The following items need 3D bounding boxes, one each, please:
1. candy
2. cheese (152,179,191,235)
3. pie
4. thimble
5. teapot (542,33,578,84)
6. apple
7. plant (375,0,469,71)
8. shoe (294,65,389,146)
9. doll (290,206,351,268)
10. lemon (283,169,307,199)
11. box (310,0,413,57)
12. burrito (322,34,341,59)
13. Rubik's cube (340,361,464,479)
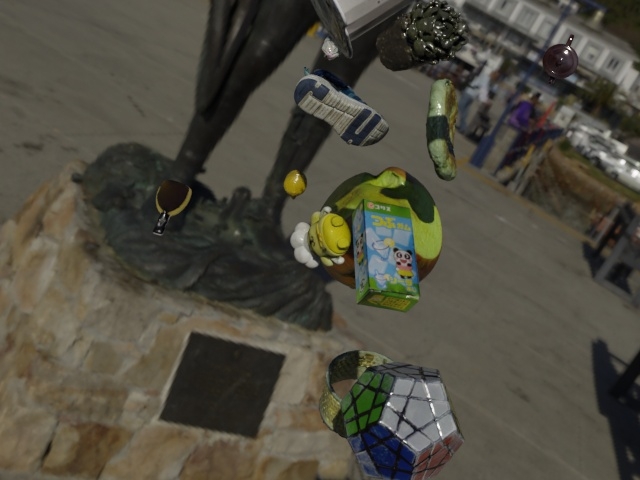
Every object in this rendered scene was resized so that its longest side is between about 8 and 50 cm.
[{"bbox_3d":[0.113,0.025,1.432,0.097,0.062,0.194,10,55,-17],"label":"candy"},{"bbox_3d":[-0.396,-0.082,2.123,0.086,0.036,0.162,17,57,-3],"label":"cheese"},{"bbox_3d":[0.290,-0.261,1.925,0.054,0.240,0.240,-1,7,18],"label":"pie"},{"bbox_3d":[0.134,0.480,2.556,0.271,0.150,0.270,6,36,-4],"label":"thimble"},{"bbox_3d":[0.459,-0.346,1.562,0.068,0.100,0.045,25,19,10],"label":"teapot"},{"bbox_3d":[0.166,-0.041,2.291,0.374,0.374,0.384,35,-15,22],"label":"apple"},{"bbox_3d":[0.148,-0.294,1.186,0.095,0.091,0.143,-13,3,-31],"label":"plant"},{"bbox_3d":[0.046,-0.268,1.611,0.207,0.091,0.106,34,38,-13],"label":"shoe"},{"bbox_3d":[0.000,0.000,1.484,0.062,0.106,0.162,-11,-6,-29],"label":"doll"},{"bbox_3d":[-0.069,-0.154,2.256,0.065,0.092,0.065,10,34,-7],"label":"lemon"},{"bbox_3d":[0.080,-0.482,1.444,0.262,0.206,0.291,60,0,-25],"label":"box"},{"bbox_3d":[0.064,-0.564,2.180,0.064,0.203,0.064,26,-19,9],"label":"burrito"},{"bbox_3d":[0.205,0.456,2.060,0.319,0.319,0.264,31,38,8],"label":"Rubik's cube"}]
